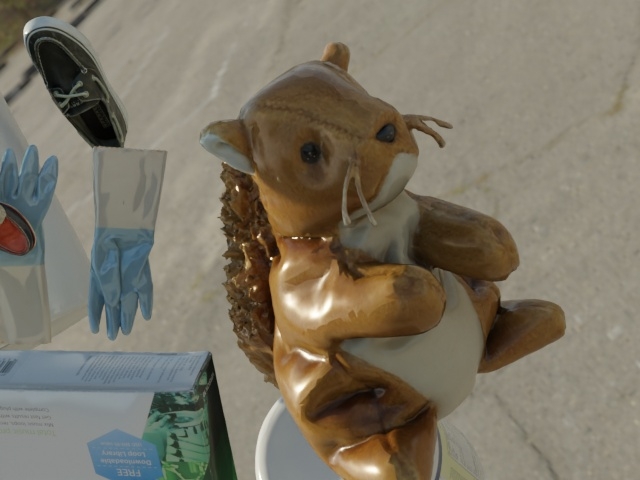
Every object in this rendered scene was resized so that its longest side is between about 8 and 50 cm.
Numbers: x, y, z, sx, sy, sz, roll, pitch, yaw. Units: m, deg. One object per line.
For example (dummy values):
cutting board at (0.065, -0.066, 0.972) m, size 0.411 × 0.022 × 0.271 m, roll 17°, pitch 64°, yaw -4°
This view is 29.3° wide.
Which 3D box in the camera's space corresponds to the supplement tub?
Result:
supplement tub at (0.080, 0.313, 1.593) m, size 0.235 × 0.325 × 0.235 m, roll -10°, pitch 63°, yaw 20°

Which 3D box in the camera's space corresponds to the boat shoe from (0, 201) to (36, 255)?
boat shoe at (-0.361, -0.029, 1.294) m, size 0.049 × 0.137 × 0.043 m, roll -45°, pitch 16°, yaw 9°

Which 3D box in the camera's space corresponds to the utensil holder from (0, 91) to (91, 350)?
utensil holder at (-0.494, -0.020, 1.569) m, size 0.327 × 0.385 × 0.327 m, roll -30°, pitch -2°, yaw -1°

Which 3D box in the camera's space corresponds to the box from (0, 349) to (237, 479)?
box at (-0.174, 0.231, 0.982) m, size 0.232 × 0.322 × 0.058 m, roll -1°, pitch 31°, yaw 15°

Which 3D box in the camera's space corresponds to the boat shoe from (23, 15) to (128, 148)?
boat shoe at (-0.317, -0.199, 1.617) m, size 0.077 × 0.219 × 0.070 m, roll -22°, pitch 43°, yaw 13°

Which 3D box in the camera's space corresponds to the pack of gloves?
pack of gloves at (-0.281, 0.002, 1.375) m, size 0.046 × 0.195 × 0.232 m, roll -136°, pitch 50°, yaw -64°

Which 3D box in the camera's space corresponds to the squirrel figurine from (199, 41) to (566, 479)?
squirrel figurine at (0.000, 0.000, 1.220) m, size 0.281 × 0.370 × 0.397 m, roll -39°, pitch 28°, yaw -24°
